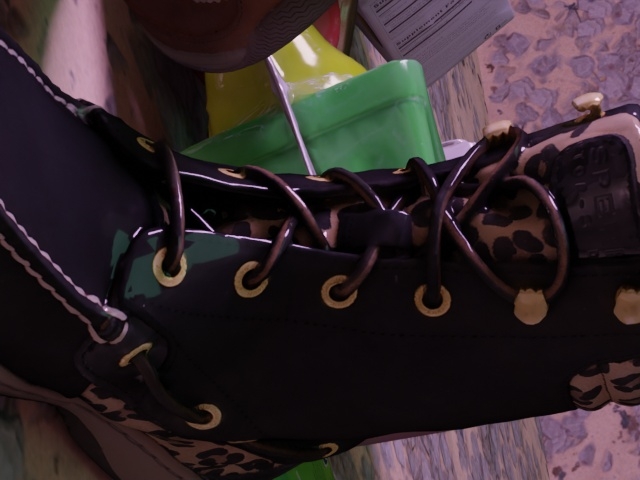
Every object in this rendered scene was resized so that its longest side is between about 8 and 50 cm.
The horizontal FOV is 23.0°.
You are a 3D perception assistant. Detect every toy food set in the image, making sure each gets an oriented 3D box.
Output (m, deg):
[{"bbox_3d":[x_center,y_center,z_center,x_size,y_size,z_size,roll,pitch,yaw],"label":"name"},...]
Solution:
[{"bbox_3d":[0.006,-0.181,1.346,0.132,0.038,0.192,-76,175,-46],"label":"toy food set"}]

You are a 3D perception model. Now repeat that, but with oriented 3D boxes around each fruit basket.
[{"bbox_3d":[-0.032,-0.086,0.998,0.353,0.165,0.327,61,0,21],"label":"fruit basket"}]

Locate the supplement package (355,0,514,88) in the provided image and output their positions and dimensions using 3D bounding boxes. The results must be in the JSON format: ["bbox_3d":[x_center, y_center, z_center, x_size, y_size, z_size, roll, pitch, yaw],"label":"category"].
[{"bbox_3d":[0.080,-0.266,1.524,0.139,0.134,0.244,52,3,21],"label":"supplement package"}]

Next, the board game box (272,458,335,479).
[{"bbox_3d":[-0.027,0.185,0.946,0.259,0.039,0.124,-77,152,-68],"label":"board game box"}]

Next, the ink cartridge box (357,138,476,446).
[{"bbox_3d":[0.072,0.044,1.239,0.093,0.154,0.212,38,41,-71],"label":"ink cartridge box"}]

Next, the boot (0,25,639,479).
[{"bbox_3d":[0.000,0.000,0.661,0.377,0.284,0.138,60,21,-54],"label":"boot"}]

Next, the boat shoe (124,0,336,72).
[{"bbox_3d":[-0.082,-0.179,0.738,0.116,0.123,0.324,41,3,-36],"label":"boat shoe"}]
